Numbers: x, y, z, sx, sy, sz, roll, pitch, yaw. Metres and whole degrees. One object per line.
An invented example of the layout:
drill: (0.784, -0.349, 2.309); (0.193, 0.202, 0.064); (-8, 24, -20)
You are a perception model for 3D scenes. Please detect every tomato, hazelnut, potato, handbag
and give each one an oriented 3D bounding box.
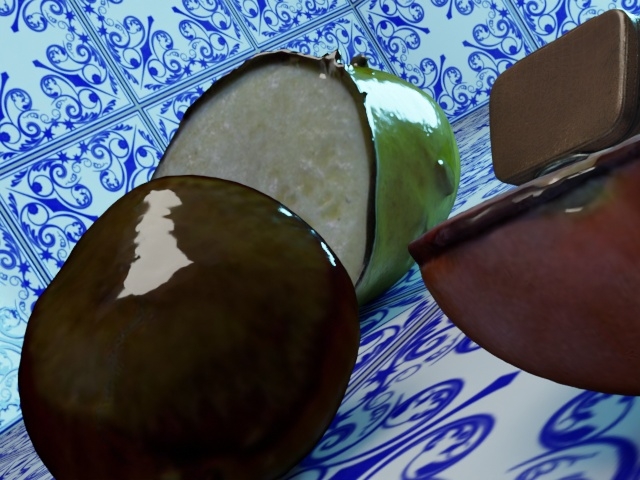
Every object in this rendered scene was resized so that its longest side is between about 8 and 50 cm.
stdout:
tomato: (0.161, -0.004, 0.432); (0.228, 0.112, 0.199); (-26, -1, 43)
hazelnut: (-0.086, 0.080, 0.685); (0.229, 0.229, 0.229); (-31, 5, 3)
potato: (0.000, 0.000, 1.113); (0.296, 0.290, 0.397); (15, -82, -57)
handbag: (0.248, -0.125, 1.004); (0.072, 0.151, 0.193); (16, -20, -30)
